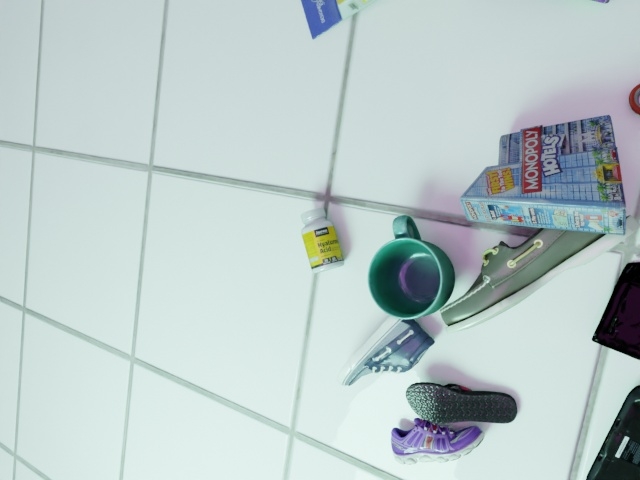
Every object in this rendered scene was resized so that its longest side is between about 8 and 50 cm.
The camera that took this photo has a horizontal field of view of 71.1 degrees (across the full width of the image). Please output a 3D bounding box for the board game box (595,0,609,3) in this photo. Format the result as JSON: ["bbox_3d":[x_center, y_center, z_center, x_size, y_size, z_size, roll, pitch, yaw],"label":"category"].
[{"bbox_3d":[0.351,-0.517,0.573,0.208,0.056,0.346,27,128,21],"label":"board game box"}]

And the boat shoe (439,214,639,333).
[{"bbox_3d":[0.302,0.034,0.672,0.305,0.109,0.091,-38,75,18],"label":"boat shoe"}]

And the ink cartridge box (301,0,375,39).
[{"bbox_3d":[0.059,-0.574,0.790,0.307,0.072,0.303,-19,84,26],"label":"ink cartridge box"}]

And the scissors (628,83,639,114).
[{"bbox_3d":[0.554,-0.168,0.546,0.297,0.021,0.108,31,102,34],"label":"scissors"}]

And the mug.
[{"bbox_3d":[0.162,0.051,0.746,0.130,0.097,0.157,28,101,32],"label":"mug"}]

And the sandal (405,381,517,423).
[{"bbox_3d":[0.236,0.275,0.761,0.179,0.040,0.067,2,98,13],"label":"sandal"}]

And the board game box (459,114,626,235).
[{"bbox_3d":[0.302,-0.093,0.629,0.194,0.060,0.194,-5,53,30],"label":"board game box"}]

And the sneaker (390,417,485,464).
[{"bbox_3d":[0.194,0.338,0.769,0.170,0.068,0.071,-22,75,27],"label":"sneaker"}]

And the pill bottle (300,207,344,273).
[{"bbox_3d":[0.000,0.000,0.853,0.065,0.065,0.116,-20,83,28],"label":"pill bottle"}]

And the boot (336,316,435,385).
[{"bbox_3d":[0.113,0.216,0.801,0.086,0.069,0.190,45,110,22],"label":"boot"}]

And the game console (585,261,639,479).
[{"bbox_3d":[0.474,0.225,0.625,0.213,0.044,0.361,23,103,27],"label":"game console"}]
